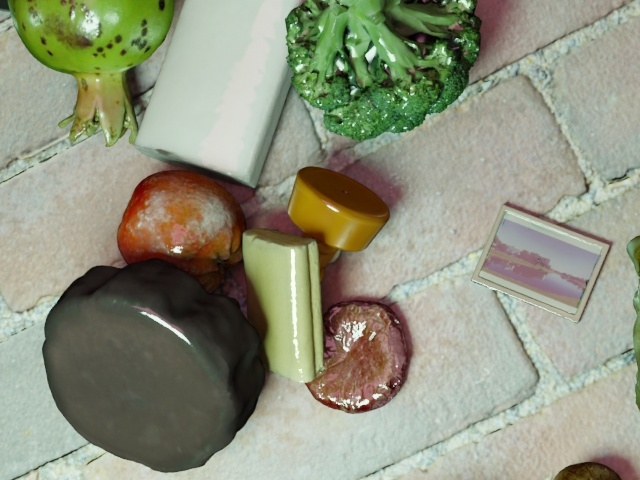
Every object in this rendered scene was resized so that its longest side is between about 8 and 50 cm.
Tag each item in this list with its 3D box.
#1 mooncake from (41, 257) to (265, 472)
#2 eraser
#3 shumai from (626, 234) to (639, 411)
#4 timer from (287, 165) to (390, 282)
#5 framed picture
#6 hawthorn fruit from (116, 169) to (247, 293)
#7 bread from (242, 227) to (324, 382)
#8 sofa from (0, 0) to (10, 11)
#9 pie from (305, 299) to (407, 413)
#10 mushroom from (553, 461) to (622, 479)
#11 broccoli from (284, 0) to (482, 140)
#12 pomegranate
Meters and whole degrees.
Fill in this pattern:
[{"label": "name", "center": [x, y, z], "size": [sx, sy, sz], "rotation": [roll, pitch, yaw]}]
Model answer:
[{"label": "mooncake", "center": [-0.208, 0.148, 1.692], "size": [0.283, 0.141, 0.283], "rotation": [10, 126, 14]}, {"label": "eraser", "center": [-0.128, -0.222, 1.814], "size": [0.174, 0.095, 0.270], "rotation": [17, 85, 15]}, {"label": "shumai", "center": [0.476, 0.110, 1.623], "size": [0.222, 0.203, 0.272], "rotation": [-13, 113, 12]}, {"label": "timer", "center": [0.000, 0.000, 1.749], "size": [0.132, 0.132, 0.152], "rotation": [33, 111, 15]}, {"label": "framed picture", "center": [0.281, 0.029, 1.725], "size": [0.149, 0.011, 0.109], "rotation": [22, 86, 15]}, {"label": "hawthorn fruit", "center": [-0.183, -0.011, 1.757], "size": [0.173, 0.173, 0.173], "rotation": [-2, 80, 12]}, {"label": "bread", "center": [-0.047, 0.078, 1.710], "size": [0.060, 0.139, 0.178], "rotation": [-12, 107, -30]}, {"label": "sofa", "center": [-0.486, -0.380, 1.945], "size": [0.147, 0.060, 0.085], "rotation": [12, 100, 14]}, {"label": "pie", "center": [0.043, 0.150, 1.741], "size": [0.153, 0.038, 0.153], "rotation": [-2, 81, 14]}, {"label": "mushroom", "center": [0.319, 0.330, 1.626], "size": [0.109, 0.085, 0.126], "rotation": [1, 86, 12]}, {"label": "broccoli", "center": [0.069, -0.266, 1.698], "size": [0.270, 0.270, 0.270], "rotation": [-8, 56, 12]}, {"label": "pomegranate", "center": [-0.321, -0.287, 1.824], "size": [0.231, 0.231, 0.286], "rotation": [22, 114, 15]}]
